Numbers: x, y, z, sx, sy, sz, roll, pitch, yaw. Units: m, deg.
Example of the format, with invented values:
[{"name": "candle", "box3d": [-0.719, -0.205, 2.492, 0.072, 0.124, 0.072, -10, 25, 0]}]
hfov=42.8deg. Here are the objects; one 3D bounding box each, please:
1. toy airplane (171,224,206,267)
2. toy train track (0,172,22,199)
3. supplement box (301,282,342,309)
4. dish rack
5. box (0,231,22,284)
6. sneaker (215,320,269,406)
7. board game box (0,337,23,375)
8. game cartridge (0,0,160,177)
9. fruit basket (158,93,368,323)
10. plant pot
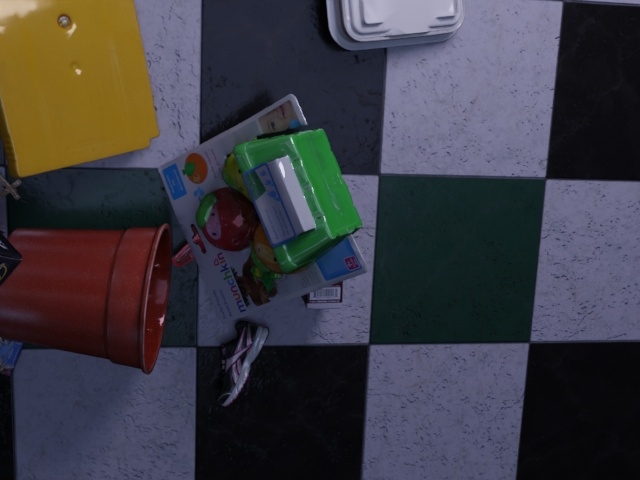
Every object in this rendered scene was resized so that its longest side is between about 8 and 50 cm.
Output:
[{"name": "toy airplane", "box3d": [-0.208, 0.018, 1.585, 0.151, 0.028, 0.151, -2, 99, -15]}, {"name": "toy train track", "box3d": [-0.584, -0.109, 1.502, 0.048, 0.014, 0.083, -38, 105, 0]}, {"name": "supplement box", "box3d": [0.000, 0.000, 1.564, 0.073, 0.130, 0.239, 0, 101, -9]}, {"name": "dish rack", "box3d": [0.144, -0.523, 1.481, 0.285, 0.072, 0.333, -11, 105, -21]}, {"name": "box", "box3d": [-0.735, 0.012, 1.370, 0.395, 0.097, 0.318, 44, 95, 16]}, {"name": "sneaker", "box3d": [-0.171, 0.238, 1.627, 0.077, 0.072, 0.178, 26, 88, -2]}, {"name": "board game box", "box3d": [-0.619, 0.202, 1.559, 0.090, 0.020, 0.090, 22, 97, -12]}, {"name": "game cartridge", "box3d": [-0.431, -0.294, 1.400, 0.285, 0.052, 0.324, -20, 109, -40]}, {"name": "fruit basket", "box3d": [-0.120, -0.041, 1.443, 0.353, 0.165, 0.327, -21, 91, 29]}, {"name": "plant pot", "box3d": [-0.420, 0.090, 1.457, 0.265, 0.272, 0.272, 6, 101, -3]}]
